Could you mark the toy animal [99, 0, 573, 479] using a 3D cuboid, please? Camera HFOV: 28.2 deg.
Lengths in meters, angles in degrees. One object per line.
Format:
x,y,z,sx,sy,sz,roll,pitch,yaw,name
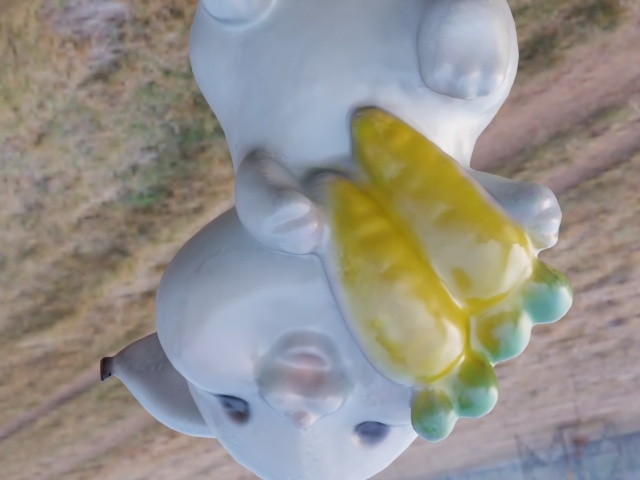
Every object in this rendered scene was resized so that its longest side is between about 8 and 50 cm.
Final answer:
-0.001,0.001,0.677,0.182,0.310,0.247,4,-174,-19,toy animal
